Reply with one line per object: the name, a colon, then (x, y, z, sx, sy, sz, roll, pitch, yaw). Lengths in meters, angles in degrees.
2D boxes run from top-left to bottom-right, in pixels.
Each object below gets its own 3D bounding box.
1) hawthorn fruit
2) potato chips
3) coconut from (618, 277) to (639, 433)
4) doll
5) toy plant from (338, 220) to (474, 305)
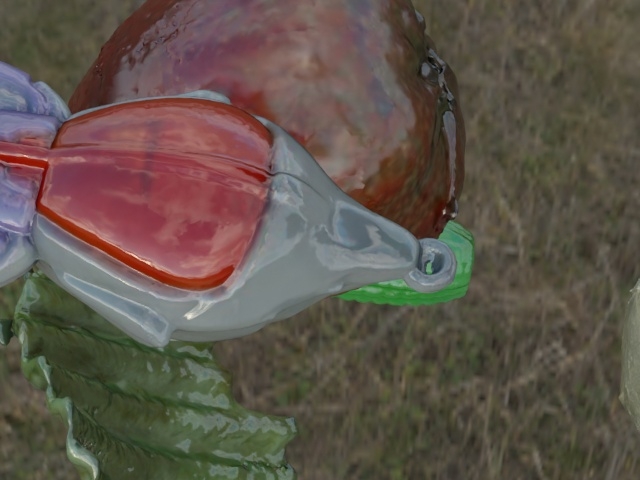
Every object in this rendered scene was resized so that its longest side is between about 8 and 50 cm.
hawthorn fruit: (-0.050, -0.047, 0.890, 0.235, 0.181, 0.181, -16, 57, 6)
potato chips: (-0.151, 0.176, 1.706, 0.097, 0.389, 0.373, -23, 91, 22)
coconut: (0.204, 0.046, 0.796, 0.162, 0.161, 0.161, -27, 56, 15)
doll: (-0.065, -0.011, 0.655, 0.227, 0.075, 0.102, 9, 64, 1)
toy plant: (0.010, 0.002, 1.536, 0.240, 0.154, 0.088, 12, 88, -25)
